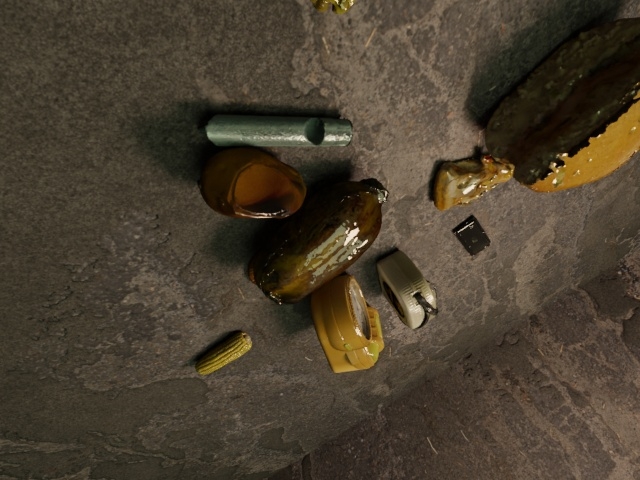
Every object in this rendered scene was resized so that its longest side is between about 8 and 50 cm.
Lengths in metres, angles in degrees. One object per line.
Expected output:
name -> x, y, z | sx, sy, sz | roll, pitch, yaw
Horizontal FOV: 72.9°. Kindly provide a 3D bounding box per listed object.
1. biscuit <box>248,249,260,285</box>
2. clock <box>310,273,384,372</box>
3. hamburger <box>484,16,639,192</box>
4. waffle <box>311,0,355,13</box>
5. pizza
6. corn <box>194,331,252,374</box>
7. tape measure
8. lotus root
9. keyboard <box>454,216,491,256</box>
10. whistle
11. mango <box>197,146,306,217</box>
biscuit -> -0.108, 0.068, 1.196 | 0.188, 0.027, 0.188 | -18, 140, -15
clock -> 0.074, 0.254, 1.361 | 0.200, 0.244, 0.317 | -18, 141, 10
hamburger -> 0.636, -0.292, 1.065 | 0.445, 0.268, 0.287 | -44, 139, 11
waffle -> 0.041, -0.485, 0.639 | 0.291, 0.051, 0.291 | -18, 140, -16
pizza -> 0.457, -0.174, 1.250 | 0.297, 0.071, 0.189 | -16, 140, -18
corn -> -0.306, 0.360, 1.370 | 0.203, 0.072, 0.072 | -34, 143, 8
tape measure -> 0.297, 0.184, 1.423 | 0.133, 0.231, 0.271 | -27, 142, -7
lotus root -> 0.000, 0.000, 1.054 | 0.397, 0.179, 0.196 | -43, 140, 5
keyboard -> 0.539, -0.012, 1.525 | 0.094, 0.025, 0.230 | -38, 142, 13
whistle -> -0.081, -0.217, 0.860 | 0.312, 0.062, 0.062 | -6, 137, -27
mango -> -0.133, -0.112, 0.877 | 0.236, 0.166, 0.136 | 1, 92, -40
